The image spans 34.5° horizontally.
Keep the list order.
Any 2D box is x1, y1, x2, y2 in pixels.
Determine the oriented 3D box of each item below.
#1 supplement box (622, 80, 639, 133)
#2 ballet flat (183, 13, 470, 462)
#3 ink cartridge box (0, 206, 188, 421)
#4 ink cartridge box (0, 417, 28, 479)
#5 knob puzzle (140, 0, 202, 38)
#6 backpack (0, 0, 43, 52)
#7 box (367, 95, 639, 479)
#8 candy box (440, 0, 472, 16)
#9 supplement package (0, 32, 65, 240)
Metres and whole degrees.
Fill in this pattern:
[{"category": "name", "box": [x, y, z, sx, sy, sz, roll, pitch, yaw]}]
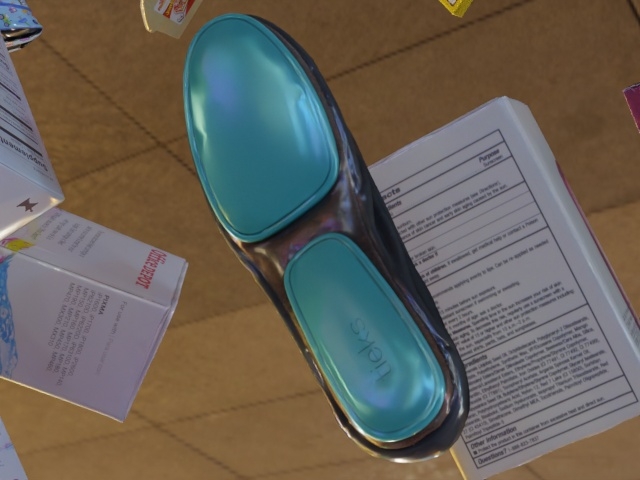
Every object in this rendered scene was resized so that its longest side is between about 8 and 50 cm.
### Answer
[{"category": "supplement box", "box": [0.440, -0.172, 1.237, 0.104, 0.188, 0.081, -21, 93, 29]}, {"category": "ballet flat", "box": [0.000, 0.000, 0.591, 0.095, 0.280, 0.096, -29, 159, 12]}, {"category": "ink cartridge box", "box": [-0.301, 0.040, 1.024, 0.306, 0.226, 0.131, 23, 99, -7]}, {"category": "ink cartridge box", "box": [-0.528, 0.354, 1.572, 0.127, 0.175, 0.072, -16, 138, -27]}, {"category": "knob puzzle", "box": [-0.250, -0.443, 1.756, 0.030, 0.213, 0.213, 35, 150, 17]}, {"category": "backpack", "box": [-0.543, -0.357, 1.658, 0.173, 0.117, 0.158, -13, -178, -30]}, {"category": "box", "box": [0.130, 0.032, 0.750, 0.148, 0.232, 0.127, -27, 175, 19]}, {"category": "candy box", "box": [0.234, -0.452, 1.556, 0.027, 0.105, 0.206, 3, 131, -42]}, {"category": "supplement package", "box": [-0.333, -0.109, 0.658, 0.199, 0.263, 0.198, -31, 154, 8]}]
